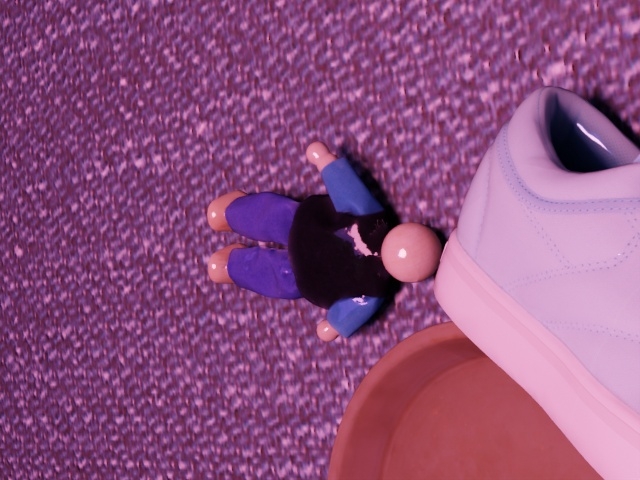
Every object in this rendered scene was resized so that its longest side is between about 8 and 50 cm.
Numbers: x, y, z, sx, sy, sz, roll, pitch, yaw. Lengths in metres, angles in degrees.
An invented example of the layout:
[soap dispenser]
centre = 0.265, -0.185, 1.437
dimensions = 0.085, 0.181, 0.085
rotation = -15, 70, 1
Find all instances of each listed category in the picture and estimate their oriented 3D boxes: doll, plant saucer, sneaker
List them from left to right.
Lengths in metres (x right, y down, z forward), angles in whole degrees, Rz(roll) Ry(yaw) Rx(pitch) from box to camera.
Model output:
[doll]
centre = 0.000, 0.000, 0.879
dimensions = 0.189, 0.046, 0.129
rotation = 7, 100, 46
[plant saucer]
centre = 0.111, 0.181, 0.785
dimensions = 0.278, 0.041, 0.278
rotation = 6, 98, 45
[sneaker]
centre = 0.175, 0.026, 0.604
dimensions = 0.366, 0.135, 0.150
rotation = 37, 120, 50
